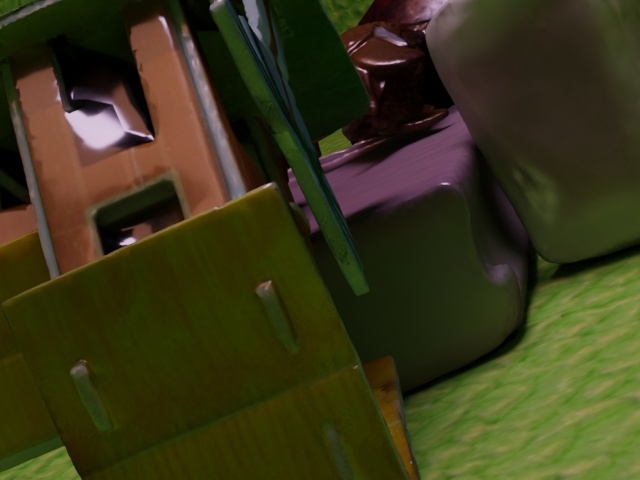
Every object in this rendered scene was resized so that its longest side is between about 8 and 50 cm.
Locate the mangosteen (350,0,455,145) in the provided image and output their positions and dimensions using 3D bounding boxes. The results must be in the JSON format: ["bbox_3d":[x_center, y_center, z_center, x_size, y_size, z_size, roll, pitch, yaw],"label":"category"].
[{"bbox_3d":[0.150,-0.120,1.444,0.235,0.235,0.261,-29,53,-24],"label":"mangosteen"}]

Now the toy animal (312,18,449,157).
[{"bbox_3d":[0.055,-0.124,1.281,0.179,0.089,0.188,-24,20,9],"label":"toy animal"}]

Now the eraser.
[{"bbox_3d":[0.008,0.022,1.201,0.272,0.122,0.359,-22,10,10],"label":"eraser"}]

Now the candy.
[{"bbox_3d":[0.219,-0.134,1.229,0.145,0.208,0.358,-22,10,30],"label":"candy"}]

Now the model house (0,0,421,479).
[{"bbox_3d":[-0.110,0.017,0.843,0.300,0.323,0.340,-24,-33,6],"label":"model house"}]

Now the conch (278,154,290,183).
[{"bbox_3d":[-0.077,-0.045,1.199,0.233,0.086,0.080,-32,40,48],"label":"conch"}]
